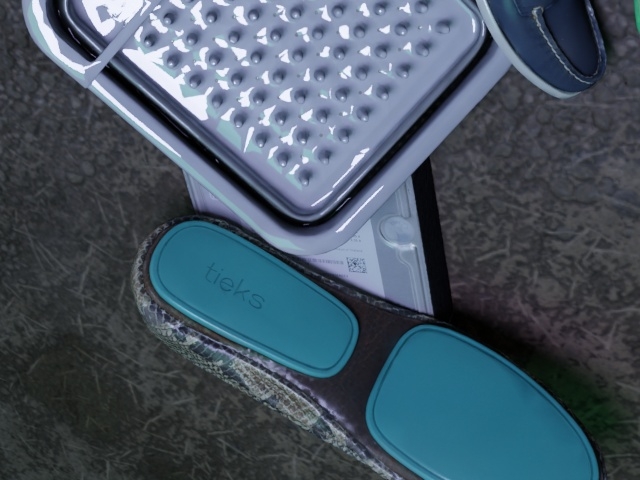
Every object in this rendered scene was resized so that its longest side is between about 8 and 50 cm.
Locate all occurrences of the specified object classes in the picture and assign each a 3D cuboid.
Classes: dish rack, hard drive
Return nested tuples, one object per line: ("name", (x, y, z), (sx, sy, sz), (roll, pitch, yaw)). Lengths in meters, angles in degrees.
("dish rack", (-0.036, -0.182, 1.010), (0.333, 0.072, 0.285), (41, 98, -12))
("hard drive", (0.000, 0.000, 1.222), (0.236, 0.064, 0.339), (4, 129, 21))

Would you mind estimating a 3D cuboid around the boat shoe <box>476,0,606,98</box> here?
("boat shoe", (0.160, -0.223, 0.940), (0.079, 0.095, 0.255), (-11, 114, 45))

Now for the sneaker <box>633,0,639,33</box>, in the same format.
("sneaker", (0.303, -0.178, 0.917), (0.295, 0.109, 0.123), (48, 147, -15))

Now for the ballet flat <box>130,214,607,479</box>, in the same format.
("ballet flat", (0.037, 0.136, 1.194), (0.482, 0.164, 0.182), (28, 156, 8))
